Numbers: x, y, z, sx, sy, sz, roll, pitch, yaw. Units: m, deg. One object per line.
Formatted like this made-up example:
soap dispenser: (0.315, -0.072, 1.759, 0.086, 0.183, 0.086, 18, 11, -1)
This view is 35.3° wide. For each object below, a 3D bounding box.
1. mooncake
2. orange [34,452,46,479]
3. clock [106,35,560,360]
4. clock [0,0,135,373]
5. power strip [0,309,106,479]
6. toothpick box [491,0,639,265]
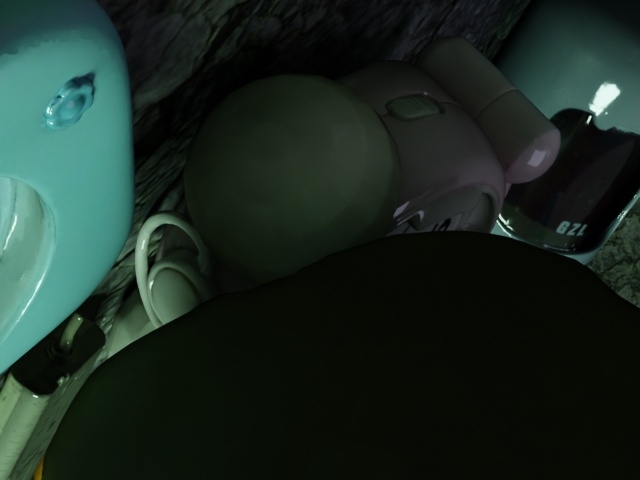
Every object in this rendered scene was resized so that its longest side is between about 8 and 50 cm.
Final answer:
mooncake: (0.062, 0.231, 0.567, 0.467, 0.467, 0.262, -39, 160, -32)
orange: (-0.168, 0.203, 0.874, 0.156, 0.156, 0.124, -32, 161, -47)
clock: (0.000, 0.000, 0.804, 0.326, 0.184, 0.342, -27, 150, -46)
clock: (-0.199, 0.010, 0.396, 0.274, 0.094, 0.223, -38, 163, -27)
power strip: (-0.227, 0.144, 0.763, 0.268, 0.034, 0.092, -56, 177, 32)
toothpick box: (0.303, -0.168, 1.165, 0.263, 0.263, 0.355, -32, 159, -47)
